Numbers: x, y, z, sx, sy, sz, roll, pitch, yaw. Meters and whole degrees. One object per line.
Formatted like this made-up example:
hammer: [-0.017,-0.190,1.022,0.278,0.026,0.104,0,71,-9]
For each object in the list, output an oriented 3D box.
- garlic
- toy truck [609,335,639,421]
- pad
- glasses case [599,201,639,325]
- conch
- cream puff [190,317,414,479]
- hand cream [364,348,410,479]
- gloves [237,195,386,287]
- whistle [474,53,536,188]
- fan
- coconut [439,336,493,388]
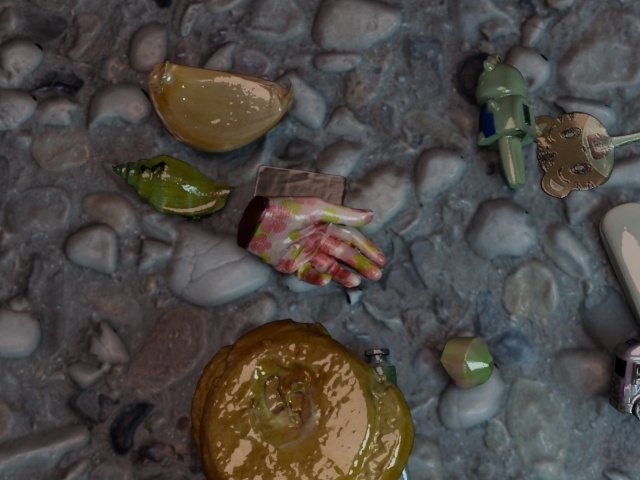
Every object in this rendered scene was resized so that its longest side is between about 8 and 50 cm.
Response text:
garlic: [-0.168,-0.233,1.786,0.245,0.164,0.145,5,58,-1]
toy truck: [0.587,0.200,1.633,0.268,0.124,0.155,-1,92,3]
pad: [-0.038,-0.068,1.816,0.157,0.003,0.112,8,76,5]
glasses case: [0.532,0.050,1.726,0.092,0.059,0.233,-21,77,0]
conch: [-0.256,-0.094,1.802,0.200,0.079,0.095,27,96,1]
cream puff: [-0.025,0.285,1.604,0.343,0.231,0.327,0,70,9]
hand cream: [0.102,0.302,1.691,0.088,0.055,0.256,-5,81,6]
gloves: [-0.006,0.000,1.742,0.241,0.126,0.145,19,84,-28]
whistle: [0.311,-0.204,1.789,0.092,0.110,0.244,-15,72,32]
fan: [0.477,-0.161,1.813,0.226,0.008,0.152,-12,74,1]
coconut: [0.240,0.196,1.694,0.081,0.082,0.083,2,62,38]
